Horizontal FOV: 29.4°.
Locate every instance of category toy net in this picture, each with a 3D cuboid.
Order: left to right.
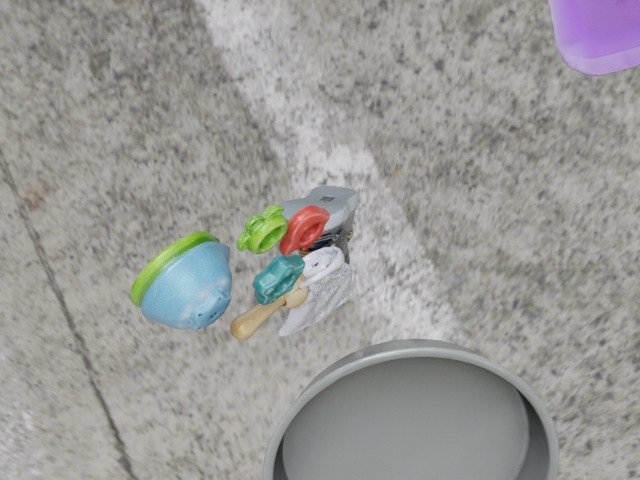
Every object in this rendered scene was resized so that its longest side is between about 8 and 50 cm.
[{"bbox_3d":[-0.031,0.016,0.843,0.045,0.232,0.122,45,105,19],"label":"toy net"}]

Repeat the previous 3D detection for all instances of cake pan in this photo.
[{"bbox_3d":[0.087,0.217,1.212,0.293,0.054,0.293,-2,118,-4],"label":"cake pan"}]

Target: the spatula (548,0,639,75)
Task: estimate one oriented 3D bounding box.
[{"bbox_3d":[0.212,-0.118,0.356,0.296,0.030,0.084,-11,77,10],"label":"spatula"}]

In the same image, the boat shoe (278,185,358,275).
[{"bbox_3d":[0.000,0.000,1.215,0.065,0.183,0.083,6,102,15],"label":"boat shoe"}]
